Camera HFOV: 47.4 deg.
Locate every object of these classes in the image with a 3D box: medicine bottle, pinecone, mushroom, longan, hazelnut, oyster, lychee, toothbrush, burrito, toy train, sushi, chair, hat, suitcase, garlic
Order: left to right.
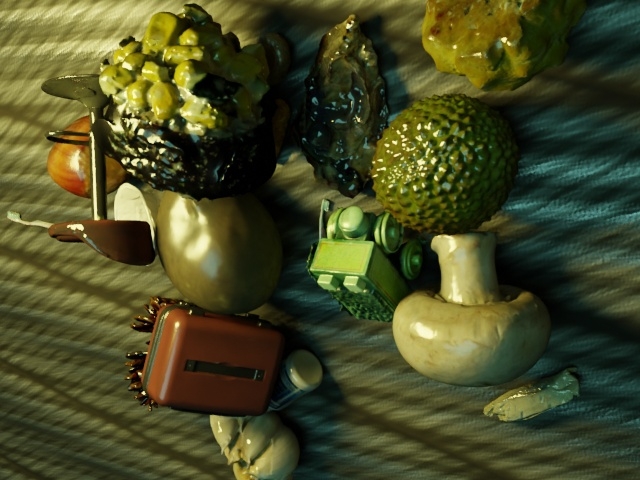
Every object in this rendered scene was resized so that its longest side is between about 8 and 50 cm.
[{"bbox_3d":[-0.793,-0.044,2.073,0.269,0.021,0.027,15,123,23],"label":"toothbrush"},{"bbox_3d":[-0.554,-0.202,1.787,0.186,0.210,0.210,35,130,-25],"label":"hazelnut"},{"bbox_3d":[-0.482,-0.139,1.586,0.226,0.226,0.401,-5,88,31],"label":"chair"},{"bbox_3d":[-0.402,-0.051,1.770,0.203,0.126,0.203,22,121,43],"label":"hat"},{"bbox_3d":[-0.383,0.284,1.829,0.246,0.292,0.246,18,159,7],"label":"pinecone"},{"bbox_3d":[-0.233,-0.269,1.419,0.328,0.328,0.285,41,135,21],"label":"sushi"},{"bbox_3d":[-0.247,0.278,1.684,0.161,0.297,0.236,18,94,60],"label":"suitcase"},{"bbox_3d":[-0.232,0.003,1.628,0.288,0.288,0.350,-38,75,35],"label":"longan"},{"bbox_3d":[-0.156,0.525,1.856,0.184,0.203,0.281,-19,98,17],"label":"garlic"},{"bbox_3d":[-0.090,0.351,1.795,0.191,0.107,0.107,-39,89,36],"label":"medicine bottle"},{"bbox_3d":[0.000,0.000,1.650,0.022,0.017,0.204,31,124,38],"label":"toothbrush"},{"bbox_3d":[0.049,-0.260,1.468,0.221,0.096,0.361,28,125,8],"label":"oyster"},{"bbox_3d":[0.100,0.048,1.473,0.159,0.188,0.272,4,152,32],"label":"toy train"},{"bbox_3d":[0.225,-0.134,1.319,0.269,0.320,0.270,0,102,-2],"label":"lychee"},{"bbox_3d":[0.282,0.125,1.383,0.297,0.297,0.290,1,100,29],"label":"mushroom"},{"bbox_3d":[0.439,0.329,1.520,0.229,0.058,0.063,-35,94,34],"label":"burrito"}]

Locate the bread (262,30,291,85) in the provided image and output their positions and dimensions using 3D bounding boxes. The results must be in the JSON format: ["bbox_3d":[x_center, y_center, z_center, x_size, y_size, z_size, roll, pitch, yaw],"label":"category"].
[{"bbox_3d":[-0.099,-0.372,1.518,0.082,0.060,0.113,47,127,4],"label":"bread"}]

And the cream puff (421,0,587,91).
[{"bbox_3d":[0.316,-0.372,1.230,0.281,0.185,0.282,-18,60,35],"label":"cream puff"}]

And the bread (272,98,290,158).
[{"bbox_3d":[-0.103,-0.233,1.587,0.052,0.044,0.157,47,131,37],"label":"bread"}]
